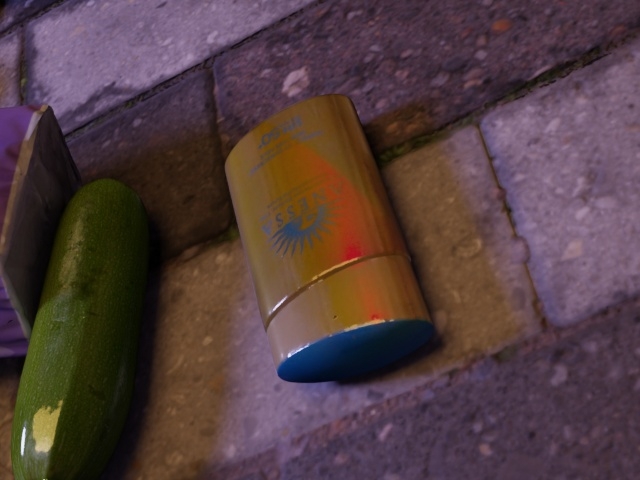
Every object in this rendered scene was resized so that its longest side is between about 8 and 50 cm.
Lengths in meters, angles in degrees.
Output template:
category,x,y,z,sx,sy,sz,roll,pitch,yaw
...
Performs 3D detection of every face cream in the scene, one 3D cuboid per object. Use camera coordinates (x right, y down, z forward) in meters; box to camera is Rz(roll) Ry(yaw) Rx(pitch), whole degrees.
category,x,y,z,sx,sy,sz,roll,pitch,yaw
face cream,0.000,0.000,1.060,0.139,0.067,0.285,-31,46,14

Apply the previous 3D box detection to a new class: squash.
category,x,y,z,sx,sy,sz,roll,pitch,yaw
squash,-0.211,0.094,1.110,0.101,0.101,0.379,-15,47,24

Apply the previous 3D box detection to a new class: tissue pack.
category,x,y,z,sx,sy,sz,roll,pitch,yaw
tissue pack,-0.419,-0.005,1.201,0.338,0.160,0.242,-5,45,6
